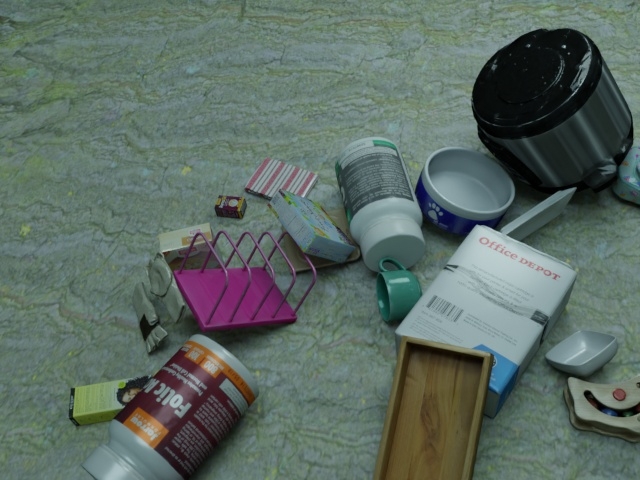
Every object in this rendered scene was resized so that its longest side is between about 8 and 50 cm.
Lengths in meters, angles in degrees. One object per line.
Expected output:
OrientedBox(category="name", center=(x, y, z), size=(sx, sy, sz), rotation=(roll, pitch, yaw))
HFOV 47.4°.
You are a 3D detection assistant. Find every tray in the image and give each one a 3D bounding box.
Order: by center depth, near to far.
OrientedBox(category="tray", center=(0.243, 0.433, 1.609), size=(0.203, 0.076, 0.410), rotation=(9, 78, 23))
OrientedBox(category="tray", center=(0.573, -0.053, 1.993), size=(0.270, 0.145, 0.030), rotation=(-31, 66, -16))

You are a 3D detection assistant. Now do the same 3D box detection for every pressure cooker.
OrientedBox(category="pressure cooker", center=(0.667, -0.332, 2.041), size=(0.376, 0.420, 0.369), rotation=(2, 63, 43))

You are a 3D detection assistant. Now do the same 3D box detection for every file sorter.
OrientedBox(category="file sorter", center=(-0.189, 0.090, 1.884), size=(0.291, 0.182, 0.202), rotation=(-1, 42, -41))

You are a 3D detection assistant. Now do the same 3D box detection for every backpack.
OrientedBox(category="backpack", center=(0.927, -0.181, 2.048), size=(0.188, 0.144, 0.165), rotation=(19, 63, 24))

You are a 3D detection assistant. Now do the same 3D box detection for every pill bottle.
OrientedBox(category="pill bottle", center=(-0.347, 0.431, 1.703), size=(0.224, 0.224, 0.392), rotation=(29, 61, 26))
OrientedBox(category="pill bottle", center=(0.168, -0.102, 2.050), size=(0.204, 0.204, 0.361), rotation=(-11, 52, -1))

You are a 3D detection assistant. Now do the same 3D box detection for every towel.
OrientedBox(category="towel", center=(-0.120, -0.178, 2.260), size=(0.197, 0.029, 0.144), rotation=(21, 58, 19))

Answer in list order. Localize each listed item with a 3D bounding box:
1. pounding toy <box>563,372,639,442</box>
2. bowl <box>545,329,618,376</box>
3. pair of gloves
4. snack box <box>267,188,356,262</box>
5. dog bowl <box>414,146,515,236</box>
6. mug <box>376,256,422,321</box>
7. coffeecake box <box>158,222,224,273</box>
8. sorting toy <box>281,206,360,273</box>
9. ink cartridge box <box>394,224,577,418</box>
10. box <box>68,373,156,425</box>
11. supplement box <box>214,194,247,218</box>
OrientedBox(category="pounding toy", center=(0.700, 0.359, 1.659), size=(0.270, 0.155, 0.154), rotation=(10, 60, 15))
OrientedBox(category="bowl", center=(0.636, 0.278, 1.763), size=(0.142, 0.053, 0.142), rotation=(-29, 11, -17))
OrientedBox(category="pair of gloves", center=(-0.438, 0.161, 1.924), size=(0.042, 0.240, 0.204), rotation=(-3, 54, -40))
OrientedBox(category="snack box", center=(-0.025, -0.039, 2.003), size=(0.070, 0.174, 0.207), rotation=(-53, 52, 16))
OrientedBox(category="dog bowl", center=(0.405, -0.140, 2.063), size=(0.265, 0.104, 0.264), rotation=(8, 48, -9))
OrientedBox(category="mug", center=(0.208, 0.128, 1.903), size=(0.097, 0.157, 0.129), rotation=(-7, 12, -10))
OrientedBox(category="coffeecake box", center=(-0.352, 0.046, 2.020), size=(0.142, 0.185, 0.068), rotation=(-14, 52, -2))
OrientedBox(category="sorting toy", center=(0.000, 0.000, 2.105), size=(0.208, 0.038, 0.193), rotation=(-14, 52, 3))
OrientedBox(category="ink cartridge box", center=(0.412, 0.191, 1.818), size=(0.286, 0.166, 0.395), rotation=(29, 63, 25))
OrientedBox(category="box", center=(-0.516, 0.404, 1.852), size=(0.232, 0.058, 0.087), rotation=(-11, 52, 0))
OrientedBox(category="supplement box", center=(-0.272, -0.102, 2.210), size=(0.083, 0.043, 0.055), rotation=(5, 55, 12))
